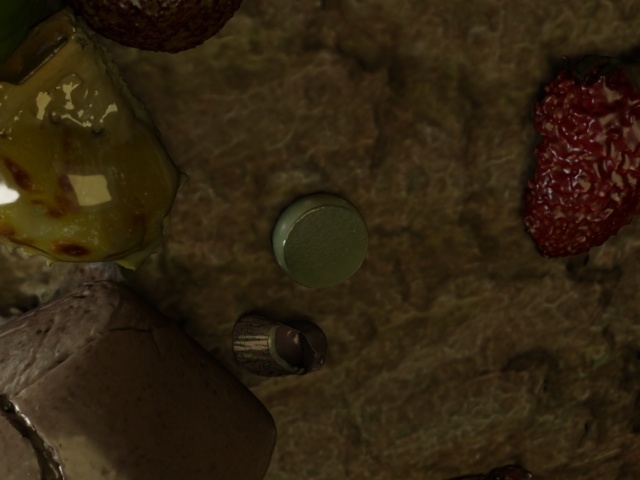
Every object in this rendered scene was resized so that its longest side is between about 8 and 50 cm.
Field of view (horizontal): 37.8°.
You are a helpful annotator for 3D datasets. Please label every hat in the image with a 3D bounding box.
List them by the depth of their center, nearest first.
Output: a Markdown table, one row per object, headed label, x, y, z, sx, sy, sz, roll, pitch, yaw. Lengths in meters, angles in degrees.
| label | x | y | z | sx | sy | sz | roll | pitch | yaw |
| --- | --- | --- | --- | --- | --- | --- | --- | --- | --- |
| hat | -0.034 | 0.089 | 0.836 | 0.087 | 0.042 | 0.058 | 7 | 107 | 16 |

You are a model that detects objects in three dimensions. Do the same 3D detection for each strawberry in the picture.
| label | x | y | z | sx | sy | sz | roll | pitch | yaw |
| --- | --- | --- | --- | --- | --- | --- | --- | --- | --- |
| strawberry | 0.270 | -0.067 | 0.827 | 0.167 | 0.087 | 0.208 | -10 | 118 | -14 |

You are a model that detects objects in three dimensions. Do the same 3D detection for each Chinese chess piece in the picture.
| label | x | y | z | sx | sy | sz | roll | pitch | yaw |
| --- | --- | --- | --- | --- | --- | --- | --- | --- | --- |
| Chinese chess piece | 0.000 | 0.000 | 0.804 | 0.084 | 0.034 | 0.084 | -7 | 114 | -16 |

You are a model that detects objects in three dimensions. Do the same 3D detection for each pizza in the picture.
| label | x | y | z | sx | sy | sz | roll | pitch | yaw |
| --- | --- | --- | --- | --- | --- | --- | --- | --- | --- |
| pizza | -0.176 | -0.055 | 0.672 | 0.188 | 0.080 | 0.204 | 18 | 123 | -27 |

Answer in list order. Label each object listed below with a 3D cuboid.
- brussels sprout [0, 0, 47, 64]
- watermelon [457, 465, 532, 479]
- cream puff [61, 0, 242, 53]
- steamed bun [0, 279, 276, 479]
| label | x | y | z | sx | sy | sz | roll | pitch | yaw |
| --- | --- | --- | --- | --- | --- | --- | --- | --- | --- |
| brussels sprout | -0.239 | -0.202 | 0.542 | 0.161 | 0.223 | 0.223 | -23 | 119 | -13 |
| watermelon | 0.137 | 0.296 | 0.979 | 0.158 | 0.121 | 0.097 | -51 | 150 | -41 |
| cream puff | -0.113 | -0.200 | 0.649 | 0.149 | 0.084 | 0.148 | -8 | 115 | -16 |
| steamed bun | -0.200 | 0.199 | 0.738 | 0.301 | 0.199 | 0.251 | -41 | 118 | 5 |
